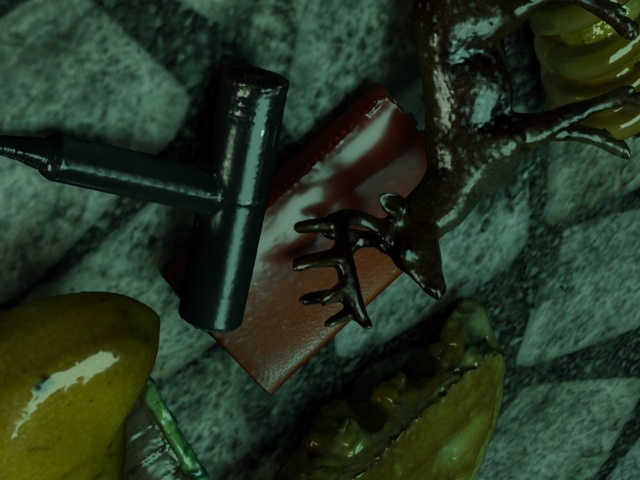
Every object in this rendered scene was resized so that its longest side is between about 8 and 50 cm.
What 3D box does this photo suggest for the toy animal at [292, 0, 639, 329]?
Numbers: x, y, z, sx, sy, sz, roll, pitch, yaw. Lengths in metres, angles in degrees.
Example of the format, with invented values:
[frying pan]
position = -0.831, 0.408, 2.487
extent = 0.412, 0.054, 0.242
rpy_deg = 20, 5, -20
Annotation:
[toy animal]
position = 0.089, -0.077, 1.210
extent = 0.260, 0.087, 0.243
rpy_deg = -11, 93, -11

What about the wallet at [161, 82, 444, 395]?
[wallet]
position = 0.000, 0.000, 1.270
extent = 0.204, 0.045, 0.142
rpy_deg = -42, 131, -4

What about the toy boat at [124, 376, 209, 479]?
[toy boat]
position = -0.106, 0.195, 1.291
extent = 0.108, 0.099, 0.293
rpy_deg = -46, 122, -41

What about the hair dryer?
[hair dryer]
position = -0.119, -0.023, 1.133
extent = 0.195, 0.050, 0.173
rpy_deg = -3, 112, -32

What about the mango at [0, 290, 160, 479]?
[mango]
position = -0.204, 0.145, 1.161
extent = 0.177, 0.120, 0.295
rpy_deg = 4, 119, -36

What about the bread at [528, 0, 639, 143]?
[bread]
position = 0.211, -0.147, 1.312
extent = 0.119, 0.084, 0.177
rpy_deg = -38, 138, -11

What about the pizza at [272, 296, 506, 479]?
[pizza]
position = 0.062, 0.206, 1.490
extent = 0.258, 0.087, 0.268
rpy_deg = -39, 143, -16
